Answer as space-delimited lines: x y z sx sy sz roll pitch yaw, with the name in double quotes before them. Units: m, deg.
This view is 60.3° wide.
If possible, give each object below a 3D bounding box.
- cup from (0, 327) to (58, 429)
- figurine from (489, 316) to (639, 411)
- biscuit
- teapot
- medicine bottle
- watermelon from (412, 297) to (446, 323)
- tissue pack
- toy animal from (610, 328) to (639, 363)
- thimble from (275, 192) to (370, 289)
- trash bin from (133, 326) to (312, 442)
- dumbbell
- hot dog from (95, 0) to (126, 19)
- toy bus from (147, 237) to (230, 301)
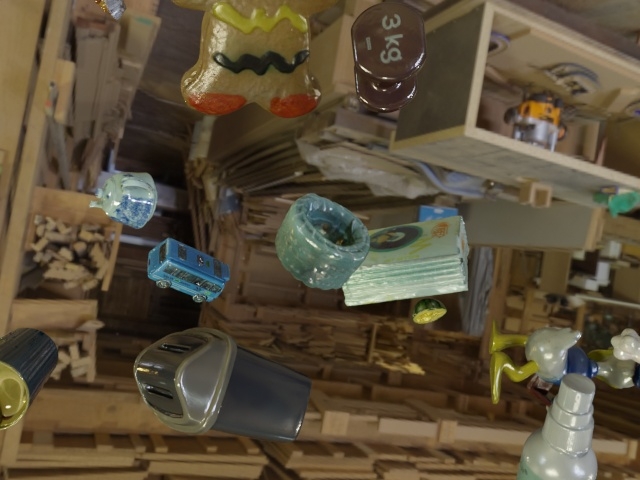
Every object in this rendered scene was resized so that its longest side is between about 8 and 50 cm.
"cup" -0.558 0.239 0.958 0.177 0.131 0.155 -25 -166 4
"figurine" 0.527 0.287 1.142 0.339 0.204 0.283 -1 139 17
"biscuit" -0.147 -0.432 1.170 0.369 0.076 0.393 -2 137 -17
"teapot" -0.531 -0.117 1.486 0.159 0.158 0.232 13 157 -41
"medicine bottle" 0.376 0.366 0.878 0.110 0.351 0.110 0 -154 0
"watermelon" 0.323 0.208 1.663 0.106 0.062 0.105 -12 148 -8
"tissue pack" 0.271 0.062 1.771 0.389 0.162 0.287 -10 -156 20
"toy animal" 0.536 0.202 0.728 0.283 0.138 0.140 4 171 24
"thimble" 0.000 0.000 1.337 0.199 0.143 0.235 -9 -126 -43
"trash bin" -0.178 0.271 1.019 0.290 0.182 0.210 30 156 -36
"dumbbell" 0.123 -0.328 1.016 0.124 0.140 0.225 -5 178 5
"hot dog" -0.483 -0.564 1.185 0.053 0.099 0.192 -20 147 3
"toy bus" -0.413 0.095 1.741 0.134 0.113 0.246 -37 134 26
